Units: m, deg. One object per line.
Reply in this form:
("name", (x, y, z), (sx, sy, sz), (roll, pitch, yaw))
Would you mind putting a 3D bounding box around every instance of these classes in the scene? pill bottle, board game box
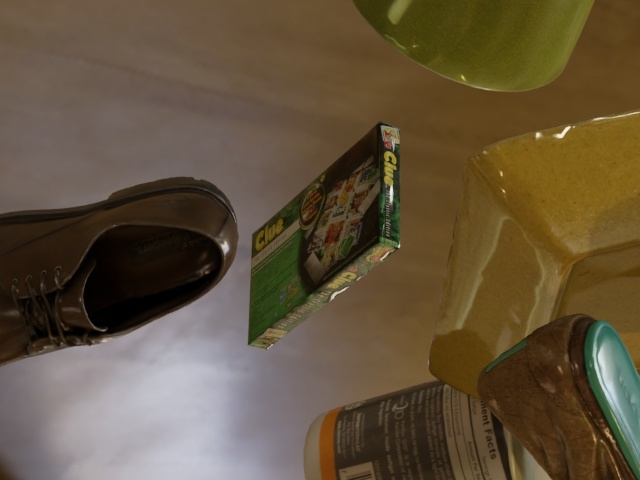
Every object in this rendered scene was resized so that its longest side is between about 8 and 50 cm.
("pill bottle", (0.138, 0.200, 1.420), (0.278, 0.162, 0.162), (-17, 150, 17))
("board game box", (0.000, 0.000, 1.577), (0.030, 0.136, 0.260), (15, 148, -27))

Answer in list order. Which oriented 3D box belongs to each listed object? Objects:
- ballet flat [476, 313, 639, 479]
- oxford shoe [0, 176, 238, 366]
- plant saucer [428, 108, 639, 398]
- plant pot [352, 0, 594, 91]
("ballet flat", (0.217, 0.202, 1.144), (0.124, 0.116, 0.342), (-19, 117, 34))
("oxford shoe", (-0.155, 0.027, 0.875), (0.227, 0.096, 0.083), (-23, 107, -1))
("plant saucer", (0.265, 0.020, 1.232), (0.333, 0.081, 0.332), (-13, 149, -11))
("plant pot", (0.201, -0.351, 1.618), (0.275, 0.275, 0.293), (-4, 142, -31))
